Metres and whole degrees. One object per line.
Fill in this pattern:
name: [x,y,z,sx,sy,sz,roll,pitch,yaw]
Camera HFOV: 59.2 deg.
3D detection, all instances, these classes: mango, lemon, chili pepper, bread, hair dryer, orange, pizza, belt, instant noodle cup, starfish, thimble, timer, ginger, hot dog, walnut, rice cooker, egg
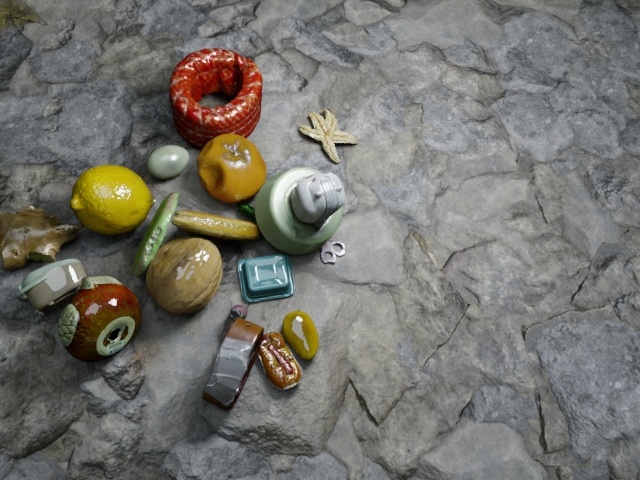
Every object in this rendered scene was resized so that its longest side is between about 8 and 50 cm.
mango: [-0.060,0.300,1.782,0.103,0.076,0.161,-20,72,-20]
lemon: [-0.684,-0.133,1.828,0.253,0.228,0.228,9,58,-41]
chili pepper: [-0.154,-0.089,1.963,0.279,0.065,0.122,2,53,-8]
bread: [-0.523,-0.026,1.774,0.045,0.301,0.301,27,62,-20]
hair dryer: [-0.278,0.279,1.769,0.054,0.106,0.154,19,88,0]
orange: [-0.296,-0.260,1.953,0.249,0.183,0.249,11,61,-20]
pizza: [-0.327,-0.041,1.820,0.257,0.268,0.087,8,90,0]
belt: [-0.254,0.364,1.663,0.105,0.184,0.261,24,77,5]
instant noodle cup: [-0.177,0.115,1.862,0.179,0.070,0.157,-8,67,-11]
starfish: [0.032,-0.400,2.133,0.216,0.071,0.238,-9,72,-4]
thimble: [-0.383,-0.514,2.052,0.350,0.230,0.350,3,66,-6]
timer: [-0.030,-0.122,1.794,0.290,0.315,0.291,5,78,-21]
ginger: [-0.907,-0.019,1.822,0.270,0.123,0.219,-15,70,-23]
hot dog: [-0.131,0.373,1.750,0.108,0.059,0.191,-23,66,-20]
walnut: [-0.417,0.103,1.754,0.225,0.225,0.261,30,71,8]
rice cooker: [-0.822,0.139,1.741,0.206,0.145,0.127,-37,84,-18]
egg: [-0.535,-0.277,1.983,0.152,0.114,0.114,-27,70,-22]

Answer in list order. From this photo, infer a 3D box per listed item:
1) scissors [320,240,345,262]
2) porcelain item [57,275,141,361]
scissors: [0.000,0.000,1.964,0.189,0.015,0.100,42,69,15]
porcelain item: [-0.674,0.225,1.678,0.253,0.253,0.253,2,64,-5]
